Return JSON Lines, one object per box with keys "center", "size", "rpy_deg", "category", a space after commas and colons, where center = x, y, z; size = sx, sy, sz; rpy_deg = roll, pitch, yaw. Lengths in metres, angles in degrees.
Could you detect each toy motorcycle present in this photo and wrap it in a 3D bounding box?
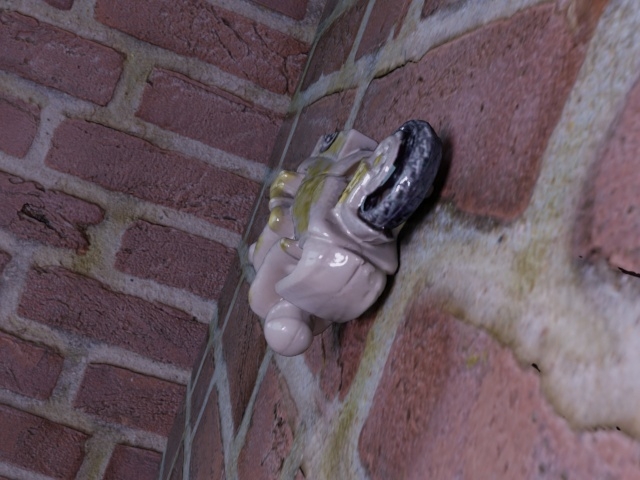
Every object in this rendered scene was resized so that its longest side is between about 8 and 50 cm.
{"center": [0.000, 0.000, 0.755], "size": [0.223, 0.107, 0.340], "rpy_deg": [-65, 17, -6], "category": "toy motorcycle"}
